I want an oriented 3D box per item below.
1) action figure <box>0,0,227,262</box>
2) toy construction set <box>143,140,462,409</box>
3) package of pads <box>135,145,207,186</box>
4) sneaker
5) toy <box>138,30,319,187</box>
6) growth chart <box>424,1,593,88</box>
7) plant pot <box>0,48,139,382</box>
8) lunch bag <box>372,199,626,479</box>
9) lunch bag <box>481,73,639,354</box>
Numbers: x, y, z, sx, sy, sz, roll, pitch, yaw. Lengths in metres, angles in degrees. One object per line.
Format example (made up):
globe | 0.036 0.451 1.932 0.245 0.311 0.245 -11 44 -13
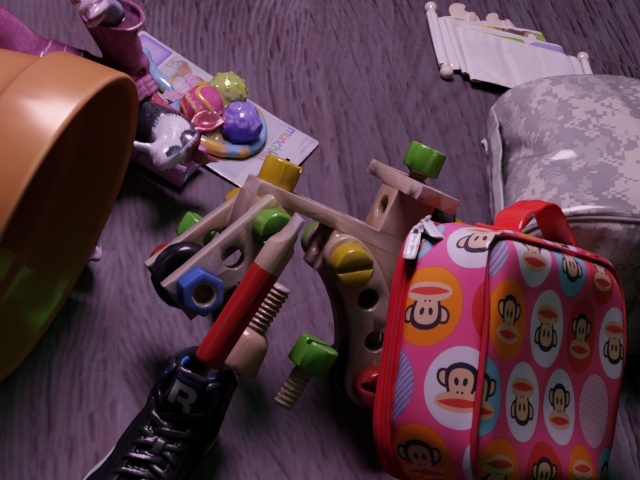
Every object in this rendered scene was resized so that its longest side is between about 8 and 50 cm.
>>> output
action figure | -0.276 -0.134 1.598 0.370 0.248 0.276 17 4 -16
toy construction set | 0.000 0.000 1.408 0.257 0.237 0.309 33 6 3
package of pads | -0.164 -0.093 1.678 0.083 0.032 0.050 30 38 8
sneaker | -0.135 0.162 1.332 0.079 0.121 0.217 26 39 5
toy | -0.122 -0.150 1.745 0.237 0.056 0.137 30 41 8
growth chart | 0.242 -0.226 2.036 0.237 0.021 0.172 15 39 -9
plant pot | -0.307 -0.045 1.356 0.203 0.291 0.291 25 39 6
lunch bag | 0.166 0.090 1.402 0.120 0.258 0.293 3 -8 34
lunch bag | 0.298 -0.036 1.697 0.256 0.212 0.305 12 37 -4
